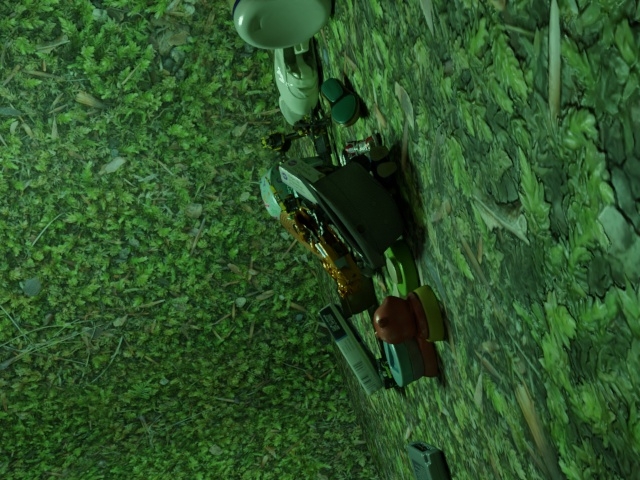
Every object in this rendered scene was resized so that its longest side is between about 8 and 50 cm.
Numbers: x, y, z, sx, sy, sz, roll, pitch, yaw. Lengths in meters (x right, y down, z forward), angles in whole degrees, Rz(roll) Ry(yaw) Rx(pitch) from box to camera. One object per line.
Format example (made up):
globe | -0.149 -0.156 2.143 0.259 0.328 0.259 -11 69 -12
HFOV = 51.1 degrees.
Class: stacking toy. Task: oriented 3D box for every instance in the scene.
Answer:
stacking toy | 0.163 0.167 1.507 0.308 0.131 0.279 82 171 -50

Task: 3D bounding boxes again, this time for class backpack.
backpack | -0.080 -0.187 2.406 0.191 0.254 0.225 -26 77 64

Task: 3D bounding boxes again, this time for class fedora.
fedora | 0.083 -0.073 1.445 0.275 0.124 0.244 52 178 -6

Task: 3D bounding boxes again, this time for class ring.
ring | 0.000 0.000 2.321 0.337 0.032 0.336 33 166 9

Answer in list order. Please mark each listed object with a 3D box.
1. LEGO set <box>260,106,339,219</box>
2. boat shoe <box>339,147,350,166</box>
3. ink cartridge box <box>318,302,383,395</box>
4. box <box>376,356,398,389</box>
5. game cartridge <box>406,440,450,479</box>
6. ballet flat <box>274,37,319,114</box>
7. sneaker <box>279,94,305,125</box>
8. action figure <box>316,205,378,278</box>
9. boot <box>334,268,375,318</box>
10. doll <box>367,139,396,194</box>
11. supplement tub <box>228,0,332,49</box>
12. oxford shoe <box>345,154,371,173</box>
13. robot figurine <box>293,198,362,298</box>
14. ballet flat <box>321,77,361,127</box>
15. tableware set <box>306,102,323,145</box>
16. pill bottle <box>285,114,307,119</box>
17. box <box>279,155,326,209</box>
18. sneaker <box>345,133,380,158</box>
LEGO set | -0.067 -0.236 2.091 0.192 0.255 0.330 2 -99 -70
boat shoe | 0.087 -0.190 1.803 0.046 0.038 0.125 -33 -65 -48
ink cartridge box | 0.108 0.346 2.191 0.303 0.072 0.307 56 180 9
box | 0.208 0.394 2.008 0.083 0.062 0.052 -112 9 -50
game cartridge | 0.303 0.653 1.808 0.294 0.060 0.195 102 156 -79
ballet flat | -0.067 -0.552 2.000 0.139 0.139 0.399 -114 14 -59
sneaker | -0.083 -0.483 2.237 0.121 0.100 0.262 -104 12 -45
action figure | 0.092 -0.010 1.952 0.284 0.099 0.185 59 165 11
boot | 0.087 0.097 2.101 0.112 0.115 0.305 -108 -2 -63
doll | 0.128 -0.156 1.433 0.189 0.046 0.129 68 177 -83
supplement tub | -0.125 -0.664 1.622 0.241 0.241 0.331 94 160 -73
oxford shoe | 0.085 -0.163 1.683 0.227 0.083 0.096 88 170 -63
robot figurine | 0.016 0.017 1.882 0.291 0.085 0.211 54 172 18
ballet flat | 0.062 -0.325 1.626 0.073 0.080 0.232 45 -163 -36
tableware set | -0.019 -0.422 2.280 0.194 0.039 0.128 102 165 -66
pill bottle | -0.087 -0.505 2.382 0.184 0.103 0.103 83 170 -58
box | 0.010 -0.135 1.882 0.324 0.067 0.063 37 152 36
sneaker | 0.094 -0.212 1.514 0.118 0.067 0.042 -161 56 -83
